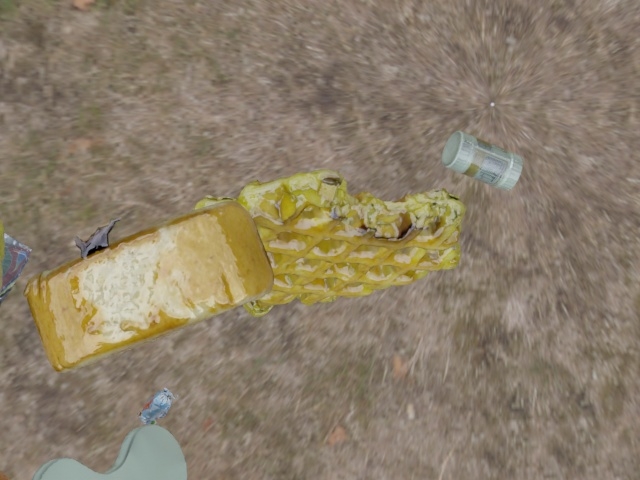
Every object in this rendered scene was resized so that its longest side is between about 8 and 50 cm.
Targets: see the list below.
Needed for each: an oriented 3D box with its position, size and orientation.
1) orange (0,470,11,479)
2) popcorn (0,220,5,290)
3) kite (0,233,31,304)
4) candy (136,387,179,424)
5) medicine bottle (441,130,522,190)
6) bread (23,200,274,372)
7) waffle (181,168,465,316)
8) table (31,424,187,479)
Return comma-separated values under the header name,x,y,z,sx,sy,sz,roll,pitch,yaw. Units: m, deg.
name,x,y,z,sx,sy,sz,roll,pitch,yaw
orange,-0.324,0.287,0.972,0.312,0.312,0.312,1,96,7
popcorn,-0.386,0.026,1.141,0.256,0.255,0.195,-29,118,-9
kite,-0.409,0.108,1.386,0.152,0.015,0.285,16,72,19
candy,-0.194,0.200,1.625,0.030,0.020,0.083,36,136,-14
medicine bottle,0.186,-0.092,1.566,0.083,0.047,0.047,20,98,-19
bread,-0.103,0.023,0.821,0.149,0.122,0.073,-22,87,8
waffle,0.000,0.002,1.273,0.291,0.291,0.051,-9,67,8
table,-0.109,0.188,0.677,0.166,0.198,0.166,4,99,28
